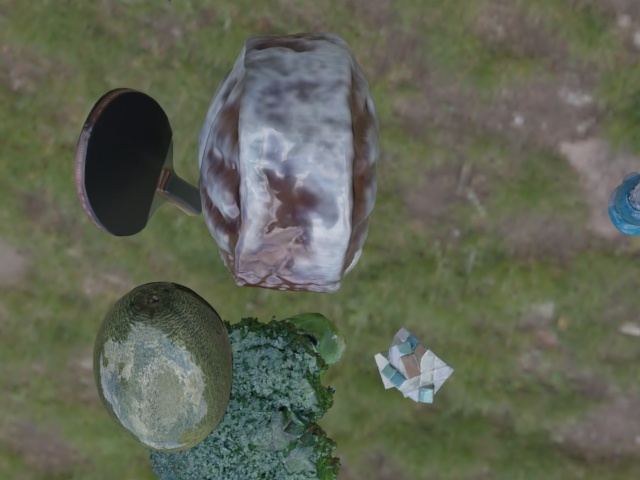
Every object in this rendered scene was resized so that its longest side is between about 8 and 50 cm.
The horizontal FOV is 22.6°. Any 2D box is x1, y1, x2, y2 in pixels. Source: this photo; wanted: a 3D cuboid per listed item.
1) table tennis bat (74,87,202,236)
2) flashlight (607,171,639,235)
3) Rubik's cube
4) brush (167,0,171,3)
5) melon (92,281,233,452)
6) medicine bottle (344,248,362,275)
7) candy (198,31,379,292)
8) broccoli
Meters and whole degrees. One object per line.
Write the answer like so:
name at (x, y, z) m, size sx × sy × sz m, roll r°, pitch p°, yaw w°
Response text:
table tennis bat at (-0.161, -0.062, 1.463) m, size 0.019 × 0.130 × 0.220 m, roll 12°, pitch 171°, yaw 25°
flashlight at (0.269, -0.030, 1.342) m, size 0.051 × 0.051 × 0.129 m, roll 13°, pitch 178°, yaw 6°
Rubik's cube at (0.105, 0.154, 1.927) m, size 0.084 × 0.073 × 0.075 m, roll 38°, pitch -178°, yaw -27°
brush at (-0.102, -0.279, 1.213) m, size 0.027 × 0.062 × 0.266 m, roll 10°, pitch 146°, yaw -9°
melon at (-0.107, 0.089, 1.099) m, size 0.098 × 0.098 × 0.131 m, roll 6°, pitch 125°, yaw 17°
medicine bottle at (0.000, 0.000, 1.811) m, size 0.089 × 0.052 × 0.052 m, roll 37°, pitch 144°, yaw -12°
candy at (-0.029, -0.071, 1.391) m, size 0.157 × 0.289 × 0.214 m, roll 1°, pitch 110°, yaw -2°
broccoli at (-0.064, 0.159, 1.682) m, size 0.254 × 0.269 × 0.269 m, roll 50°, pitch 141°, yaw -3°
